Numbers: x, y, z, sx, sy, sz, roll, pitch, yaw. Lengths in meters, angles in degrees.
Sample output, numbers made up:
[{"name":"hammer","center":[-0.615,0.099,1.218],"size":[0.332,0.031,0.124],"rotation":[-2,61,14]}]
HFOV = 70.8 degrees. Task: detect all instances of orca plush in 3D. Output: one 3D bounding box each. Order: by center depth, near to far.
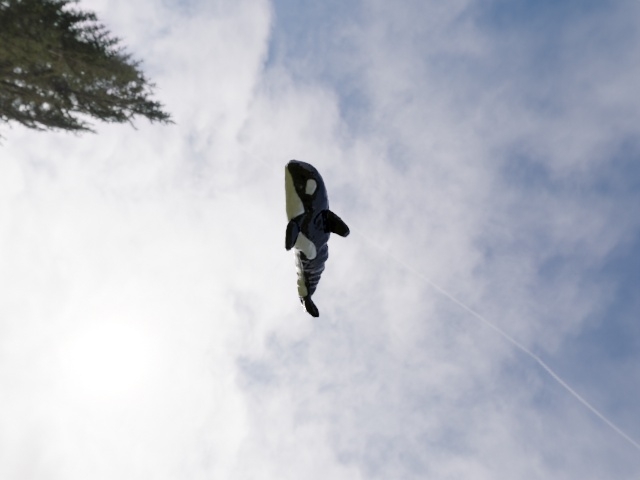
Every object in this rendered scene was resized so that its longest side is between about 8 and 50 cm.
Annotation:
[{"name":"orca plush","center":[0.000,0.000,0.802],"size":[0.102,0.151,0.287],"rotation":[1,-79,10]}]
